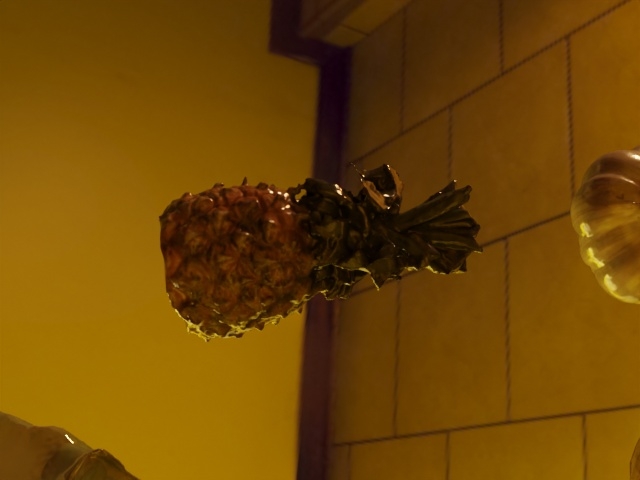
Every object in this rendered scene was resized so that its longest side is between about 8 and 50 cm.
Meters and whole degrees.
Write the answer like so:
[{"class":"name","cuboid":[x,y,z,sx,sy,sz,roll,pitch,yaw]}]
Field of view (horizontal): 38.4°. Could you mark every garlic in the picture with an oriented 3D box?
[{"class":"garlic","cuboid":[0.423,-0.016,1.170,0.152,0.227,0.228,125,149,-60]}]

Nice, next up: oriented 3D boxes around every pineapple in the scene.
[{"class":"pineapple","cuboid":[0.000,0.001,0.734,0.128,0.248,0.128,-12,-90,-88]}]

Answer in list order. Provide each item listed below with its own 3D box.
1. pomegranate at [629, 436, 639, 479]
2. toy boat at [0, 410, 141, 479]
[{"class":"pomegranate","cuboid":[0.556,0.316,1.238,0.281,0.281,0.281,-35,48,51]},{"class":"toy boat","cuboid":[-0.073,0.170,0.364,0.084,0.276,0.111,-3,41,35]}]
